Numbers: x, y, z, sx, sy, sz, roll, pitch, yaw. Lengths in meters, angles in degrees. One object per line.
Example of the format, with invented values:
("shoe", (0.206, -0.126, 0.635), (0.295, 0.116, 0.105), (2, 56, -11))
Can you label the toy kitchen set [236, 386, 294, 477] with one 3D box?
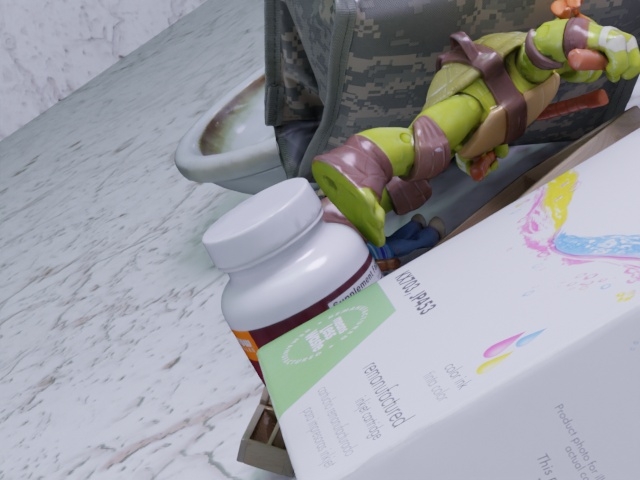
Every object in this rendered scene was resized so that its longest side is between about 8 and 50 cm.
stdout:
("toy kitchen set", (0.001, 0.083, 1.008), (0.068, 0.083, 0.075), (16, 26, 6))

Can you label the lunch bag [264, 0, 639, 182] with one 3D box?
("lunch bag", (0.087, -0.147, 1.174), (0.235, 0.169, 0.287), (-11, -25, -11))

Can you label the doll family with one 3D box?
("doll family", (0.000, 0.000, 1.247), (0.111, 0.076, 0.193), (-16, 1, -30))

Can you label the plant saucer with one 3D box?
("plant saucer", (0.071, -0.130, 1.494), (0.400, 0.101, 0.400), (-28, 16, 8))

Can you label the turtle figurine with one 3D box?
("turtle figurine", (0.092, -0.076, 0.992), (0.217, 0.087, 0.269), (-36, 0, -19))

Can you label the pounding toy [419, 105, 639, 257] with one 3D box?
("pounding toy", (0.153, -0.001, 0.968), (0.141, 0.100, 0.130), (-37, 2, -34))

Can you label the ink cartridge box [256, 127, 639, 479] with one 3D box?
("ink cartridge box", (0.158, 0.031, 0.766), (0.353, 0.119, 0.207), (-30, 15, -1))

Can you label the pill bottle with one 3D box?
("pill bottle", (0.001, 0.047, 0.946), (0.086, 0.152, 0.086), (-28, 15, 8))
